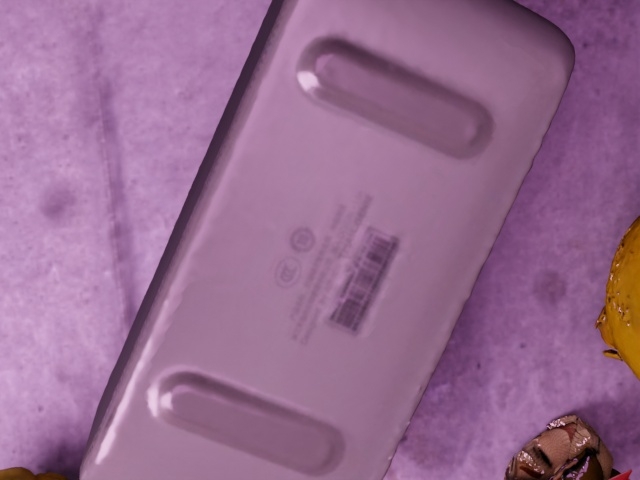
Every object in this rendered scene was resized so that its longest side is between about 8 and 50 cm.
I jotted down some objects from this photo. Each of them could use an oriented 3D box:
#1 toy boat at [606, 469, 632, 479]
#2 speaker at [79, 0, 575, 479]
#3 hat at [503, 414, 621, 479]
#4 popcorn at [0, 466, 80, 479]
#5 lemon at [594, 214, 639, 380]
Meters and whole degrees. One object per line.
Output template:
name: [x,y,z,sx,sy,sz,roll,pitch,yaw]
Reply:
toy boat: [0.227,0.220,0.958,0.105,0.034,0.149,-11,118,-27]
speaker: [0.000,0.000,0.871,0.184,0.183,0.406,23,99,-9]
hat: [0.180,0.174,0.948,0.077,0.076,0.059,-43,109,2]
popcorn: [-0.185,0.251,0.905,0.155,0.197,0.198,2,101,31]
lemon: [0.282,0.037,0.880,0.206,0.173,0.173,-24,99,27]
